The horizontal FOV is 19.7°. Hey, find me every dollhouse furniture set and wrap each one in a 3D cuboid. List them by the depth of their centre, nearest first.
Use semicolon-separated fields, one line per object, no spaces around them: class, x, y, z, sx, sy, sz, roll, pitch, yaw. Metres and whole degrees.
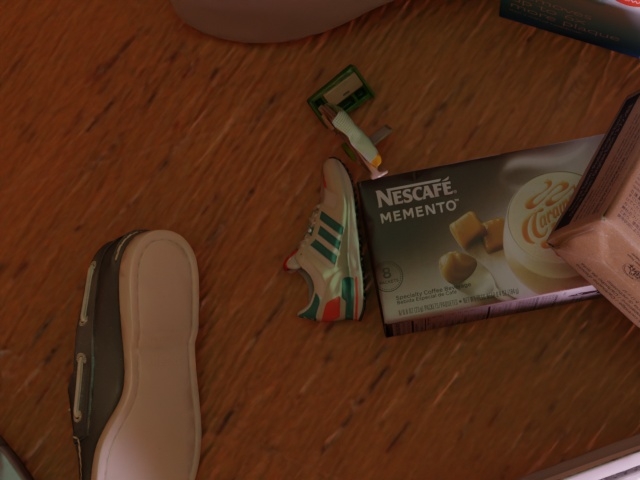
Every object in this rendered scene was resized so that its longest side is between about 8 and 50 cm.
dollhouse furniture set;0.037;-0.116;1.731;0.058;0.152;0.076;-37;111;-1

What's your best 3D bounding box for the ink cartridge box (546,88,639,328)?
ink cartridge box;0.341;-0.004;1.647;0.234;0.088;0.193;42;57;-14

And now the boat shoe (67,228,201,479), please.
boat shoe;-0.183;0.148;1.737;0.099;0.116;0.319;1;85;47

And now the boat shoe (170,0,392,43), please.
boat shoe;0.022;-0.304;1.792;0.340;0.127;0.158;-10;45;16

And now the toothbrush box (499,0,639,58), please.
toothbrush box;0.284;-0.268;1.665;0.216;0.295;0.126;18;81;6

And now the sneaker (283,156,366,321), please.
sneaker;0.000;0.000;1.754;0.075;0.057;0.161;-6;82;-3

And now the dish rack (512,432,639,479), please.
dish rack;0.235;0.298;1.623;0.333;0.072;0.285;-20;120;1

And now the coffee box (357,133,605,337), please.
coffee box;0.167;-0.004;1.724;0.246;0.098;0.141;-10;79;1

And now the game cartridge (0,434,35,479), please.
game cartridge;-0.417;0.214;1.745;0.294;0.060;0.196;35;80;9
